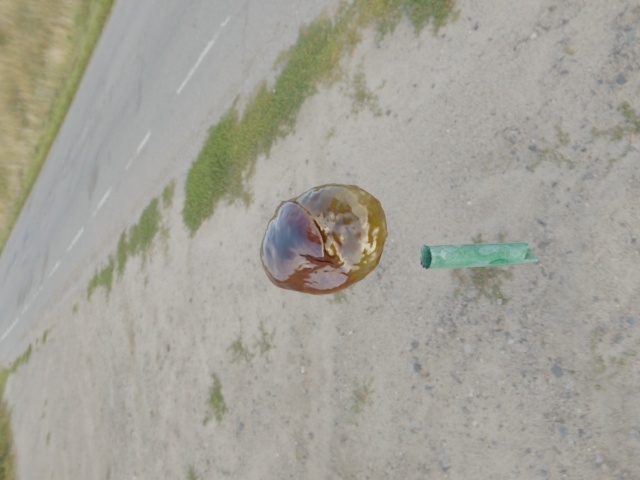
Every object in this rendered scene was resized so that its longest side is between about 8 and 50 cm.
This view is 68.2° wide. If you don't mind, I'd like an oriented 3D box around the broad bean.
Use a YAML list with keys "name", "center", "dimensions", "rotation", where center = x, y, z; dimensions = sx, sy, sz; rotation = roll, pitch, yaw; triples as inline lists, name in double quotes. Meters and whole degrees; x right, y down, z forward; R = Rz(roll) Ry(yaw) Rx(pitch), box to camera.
- name: "broad bean"
  center: [-0.002, 0.002, 0.702]
  dimensions: [0.228, 0.121, 0.156]
  rotation: [-23, 76, 46]

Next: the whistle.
- name: "whistle"
  center: [0.244, 0.021, 0.719]
  dimensions: [0.039, 0.186, 0.039]
  rotation: [178, 90, -76]
